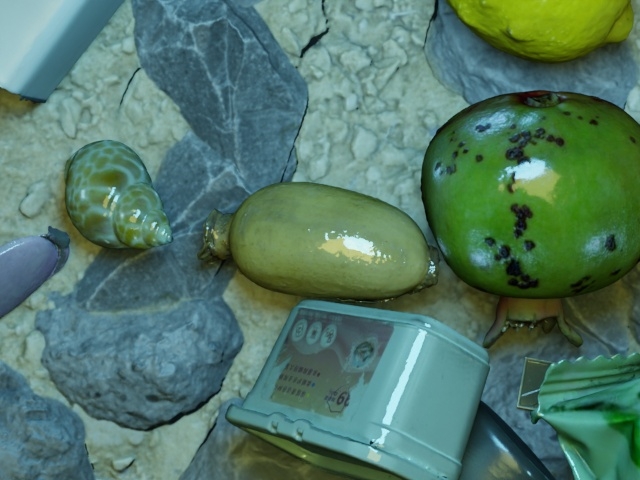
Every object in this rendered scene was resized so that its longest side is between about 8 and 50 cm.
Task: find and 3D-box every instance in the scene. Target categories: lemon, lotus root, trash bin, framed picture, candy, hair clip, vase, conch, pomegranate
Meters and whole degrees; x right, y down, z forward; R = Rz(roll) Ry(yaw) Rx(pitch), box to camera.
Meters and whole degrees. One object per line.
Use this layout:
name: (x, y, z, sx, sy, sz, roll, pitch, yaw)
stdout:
lemon: (0.260, -0.336, 1.820, 0.288, 0.233, 0.233, 41, 88, 0)
lotus root: (-0.001, -0.001, 1.836, 0.303, 0.146, 0.131, 9, 114, 16)
trash bin: (-0.307, -0.355, 1.831, 0.296, 0.256, 0.367, 34, 94, 1)
framed picture: (0.295, 0.186, 1.899, 0.089, 0.006, 0.066, 9, 88, 2)
candy: (0.448, 0.293, 1.721, 0.263, 0.172, 0.398, -13, 47, -31)
hair clip: (-0.458, 0.103, 1.870, 0.359, 0.095, 0.110, -39, 118, 7)
vase: (0.124, 0.353, 1.826, 0.321, 0.173, 0.173, -43, 87, 5)
conch: (-0.259, -0.053, 1.879, 0.116, 0.106, 0.173, -9, 72, -18)
pomegranate: (0.250, -0.019, 1.778, 0.291, 0.291, 0.323, 11, 93, 2)

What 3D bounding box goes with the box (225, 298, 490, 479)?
box: (0.052, 0.179, 1.764, 0.175, 0.312, 0.182, 32, 74, -33)
